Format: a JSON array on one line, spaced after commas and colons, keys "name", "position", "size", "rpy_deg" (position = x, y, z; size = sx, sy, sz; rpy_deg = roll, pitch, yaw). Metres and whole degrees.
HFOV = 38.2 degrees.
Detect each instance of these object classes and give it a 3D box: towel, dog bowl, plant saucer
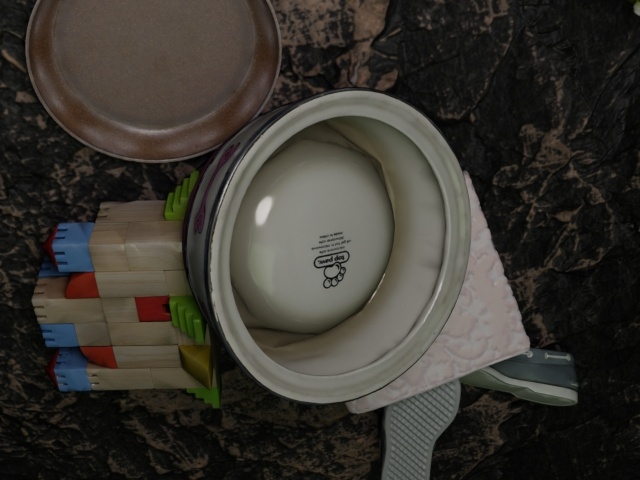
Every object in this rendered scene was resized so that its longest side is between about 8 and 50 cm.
[{"name": "towel", "position": [0.135, 0.086, 1.451], "size": [0.317, 0.053, 0.332], "rpy_deg": [-21, 111, 3]}, {"name": "dog bowl", "position": [0.000, 0.000, 1.225], "size": [0.408, 0.150, 0.408], "rpy_deg": [-8, 104, -33]}, {"name": "plant saucer", "position": [-0.205, -0.237, 1.155], "size": [0.310, 0.050, 0.311], "rpy_deg": [-7, 129, -9]}]

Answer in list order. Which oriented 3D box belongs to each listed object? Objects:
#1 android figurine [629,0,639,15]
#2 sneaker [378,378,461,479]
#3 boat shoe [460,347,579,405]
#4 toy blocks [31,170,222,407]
[{"name": "android figurine", "position": [0.364, -0.326, 1.112], "size": [0.056, 0.248, 0.273], "rpy_deg": [-55, 161, 15]}, {"name": "sneaker", "position": [0.166, 0.309, 1.654], "size": [0.126, 0.127, 0.321], "rpy_deg": [11, 123, -3]}, {"name": "boat shoe", "position": [0.316, 0.210, 1.647], "size": [0.319, 0.099, 0.116], "rpy_deg": [18, 159, -13]}, {"name": "toy blocks", "position": [-0.288, 0.085, 1.336], "size": [0.261, 0.191, 0.381], "rpy_deg": [-1, 130, 0]}]
